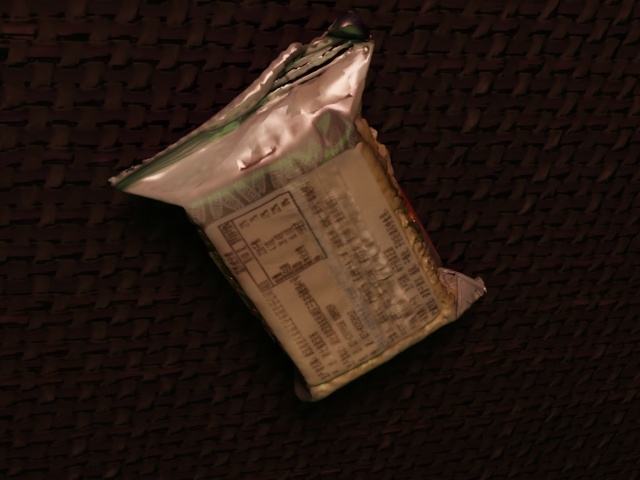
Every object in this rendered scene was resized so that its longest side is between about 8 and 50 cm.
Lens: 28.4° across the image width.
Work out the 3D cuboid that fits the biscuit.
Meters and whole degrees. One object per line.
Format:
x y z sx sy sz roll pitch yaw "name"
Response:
0.004 -0.003 0.884 0.186 0.079 0.309 -32 134 2 "biscuit"
